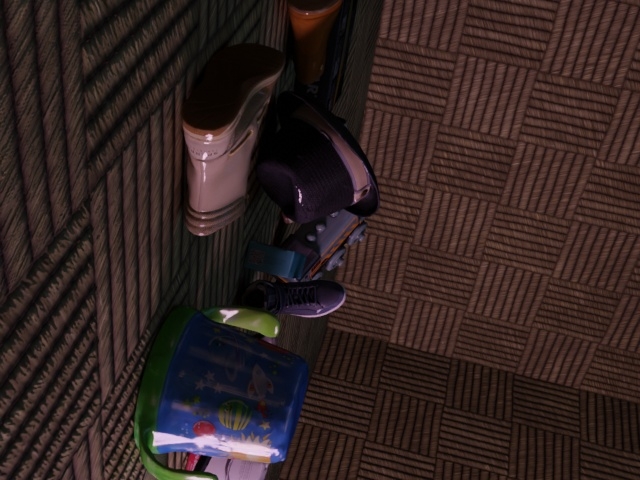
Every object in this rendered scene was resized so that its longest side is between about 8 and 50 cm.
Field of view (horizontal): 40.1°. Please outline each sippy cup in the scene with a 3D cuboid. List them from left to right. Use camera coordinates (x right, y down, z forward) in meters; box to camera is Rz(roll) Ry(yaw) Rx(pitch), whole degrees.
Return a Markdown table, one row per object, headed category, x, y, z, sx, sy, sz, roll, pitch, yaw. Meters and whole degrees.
| category | x | y | z | sx | sy | sz | roll | pitch | yaw |
| --- | --- | --- | --- | --- | --- | --- | --- | --- | --- |
| sippy cup | -0.142 | 0.238 | 1.358 | 0.240 | 0.224 | 0.305 | 78 | 26 | -75 |

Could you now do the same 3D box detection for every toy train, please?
| category | x | y | z | sx | sy | sz | roll | pitch | yaw |
| --- | --- | --- | --- | --- | --- | --- | --- | --- | --- |
| toy train | 0.000 | 0.000 | 2.224 | 0.334 | 0.142 | 0.190 | -48 | 167 | -12 |

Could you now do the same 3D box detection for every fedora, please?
| category | x | y | z | sx | sy | sz | roll | pitch | yaw |
| --- | --- | --- | --- | --- | --- | --- | --- | --- | --- |
| fedora | -0.031 | -0.133 | 1.735 | 0.152 | 0.334 | 0.334 | -40 | 162 | -15 |

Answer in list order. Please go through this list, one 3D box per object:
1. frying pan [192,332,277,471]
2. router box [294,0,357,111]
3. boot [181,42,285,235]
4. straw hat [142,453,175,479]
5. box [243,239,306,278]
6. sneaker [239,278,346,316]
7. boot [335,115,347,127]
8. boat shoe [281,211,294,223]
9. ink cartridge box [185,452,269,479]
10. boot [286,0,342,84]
| category | x | y | z | sx | sy | sz | roll | pitch | yaw |
| --- | --- | --- | --- | --- | --- | --- | --- | --- | --- |
| frying pan | -0.169 | 0.317 | 1.679 | 0.326 | 0.053 | 0.197 | -63 | 166 | -8 |
| router box | 0.015 | -0.445 | 1.998 | 0.243 | 0.081 | 0.308 | -67 | 169 | -60 |
| boot | -0.125 | -0.149 | 1.258 | 0.262 | 0.095 | 0.203 | -67 | 169 | -49 |
| straw hat | -0.255 | 0.415 | 1.471 | 0.144 | 0.061 | 0.144 | 14 | 90 | -85 |
| box | -0.097 | 0.046 | 1.950 | 0.244 | 0.101 | 0.060 | 30 | 74 | -84 |
| sneaker | -0.063 | 0.125 | 1.892 | 0.163 | 0.226 | 0.086 | 39 | 45 | -80 |
| boot | -0.002 | -0.231 | 2.326 | 0.244 | 0.088 | 0.176 | -50 | 154 | -59 |
| boat shoe | -0.042 | -0.089 | 2.224 | 0.190 | 0.072 | 0.068 | -66 | 141 | -66 |
| ink cartridge box | -0.186 | 0.458 | 1.779 | 0.109 | 0.151 | 0.063 | 72 | 31 | -79 |
| boot | -0.015 | -0.400 | 1.710 | 0.295 | 0.104 | 0.211 | -75 | 175 | -60 |
